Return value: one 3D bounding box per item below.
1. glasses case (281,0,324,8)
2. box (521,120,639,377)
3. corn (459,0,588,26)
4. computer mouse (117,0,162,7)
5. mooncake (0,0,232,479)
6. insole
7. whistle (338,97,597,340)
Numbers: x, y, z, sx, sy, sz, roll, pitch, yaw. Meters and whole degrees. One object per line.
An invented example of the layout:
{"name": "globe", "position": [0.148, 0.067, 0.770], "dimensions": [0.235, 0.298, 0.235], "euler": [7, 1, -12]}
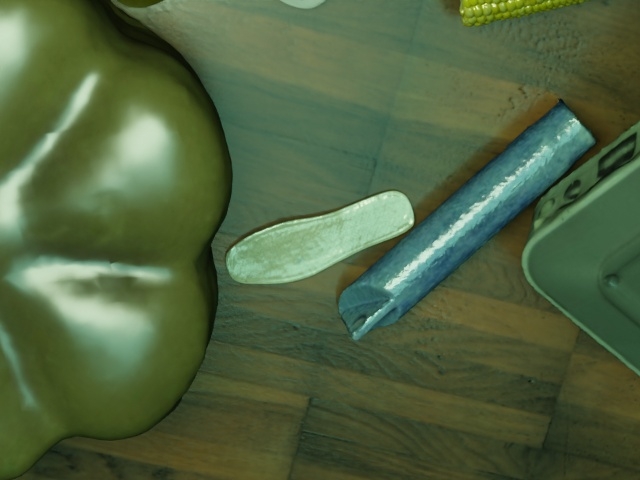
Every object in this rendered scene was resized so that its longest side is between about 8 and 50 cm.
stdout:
{"name": "glasses case", "position": [0.000, -0.295, 1.552], "dimensions": [0.063, 0.041, 0.164], "euler": [18, 101, -11]}
{"name": "box", "position": [0.444, 0.013, 1.561], "dimensions": [0.396, 0.111, 0.396], "euler": [37, 127, -16]}
{"name": "corn", "position": [0.242, -0.263, 1.569], "dimensions": [0.248, 0.081, 0.081], "euler": [-15, 106, -2]}
{"name": "computer mouse", "position": [-0.182, -0.310, 1.526], "dimensions": [0.102, 0.045, 0.199], "euler": [-26, 106, -2]}
{"name": "mooncake", "position": [-0.299, -0.025, 1.475], "dimensions": [0.467, 0.262, 0.467], "euler": [-1, 106, -4]}
{"name": "insole", "position": [0.000, 0.000, 1.644], "dimensions": [0.192, 0.010, 0.063], "euler": [-20, 106, -1]}
{"name": "whistle", "position": [0.137, -0.016, 1.631], "dimensions": [0.304, 0.062, 0.062], "euler": [-42, 105, 5]}
